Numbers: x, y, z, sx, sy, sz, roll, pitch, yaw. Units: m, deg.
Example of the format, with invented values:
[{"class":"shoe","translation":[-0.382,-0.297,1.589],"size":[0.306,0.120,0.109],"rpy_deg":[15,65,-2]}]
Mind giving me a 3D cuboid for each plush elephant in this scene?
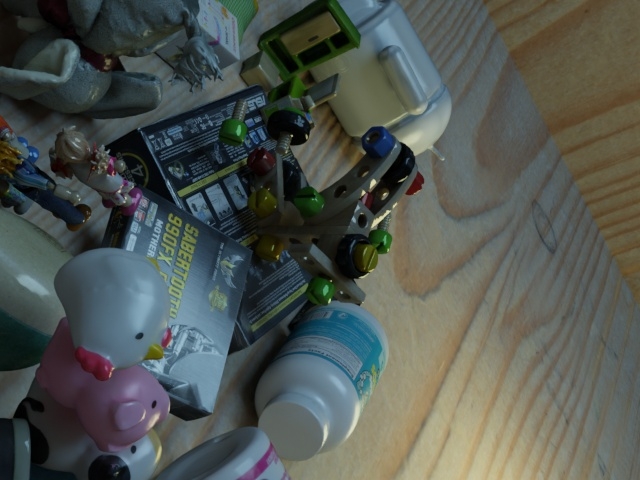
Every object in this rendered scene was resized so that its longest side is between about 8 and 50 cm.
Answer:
[{"class":"plush elephant","translation":[-0.282,-0.269,1.694],"size":[0.330,0.255,0.272],"rpy_deg":[67,15,19]}]

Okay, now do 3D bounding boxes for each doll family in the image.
[{"class":"doll family","translation":[-0.327,-0.074,1.487],"size":[0.118,0.263,0.163],"rpy_deg":[-61,148,-13]}]

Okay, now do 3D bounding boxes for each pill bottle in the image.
[{"class":"pill bottle","translation":[-0.003,0.199,1.924],"size":[0.146,0.146,0.264],"rpy_deg":[60,26,-13]},{"class":"pill bottle","translation":[-0.071,0.376,1.620],"size":[0.283,0.160,0.160],"rpy_deg":[62,25,-10]}]

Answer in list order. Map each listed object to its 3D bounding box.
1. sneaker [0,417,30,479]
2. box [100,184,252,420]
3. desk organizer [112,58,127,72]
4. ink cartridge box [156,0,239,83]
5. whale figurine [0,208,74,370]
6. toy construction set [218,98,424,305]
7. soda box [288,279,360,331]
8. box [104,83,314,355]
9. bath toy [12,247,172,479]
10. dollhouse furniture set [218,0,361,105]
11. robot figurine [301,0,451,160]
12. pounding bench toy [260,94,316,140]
[{"class":"sneaker","translation":[-0.337,0.277,1.301],"size":[0.118,0.083,0.222],"rpy_deg":[2,87,-18]},{"class":"box","translation":[-0.188,0.076,1.661],"size":[0.183,0.056,0.231],"rpy_deg":[32,56,-29]},{"class":"desk organizer","translation":[-0.292,-0.259,1.862],"size":[0.130,0.050,0.047],"rpy_deg":[62,25,-10]},{"class":"ink cartridge box","translation":[-0.188,-0.310,2.064],"size":[0.143,0.090,0.092],"rpy_deg":[38,37,-45]},{"class":"whale figurine","translation":[-0.330,0.052,1.456],"size":[0.216,0.141,0.272],"rpy_deg":[40,5,-3]},{"class":"toy construction set","translation":[0.000,0.000,1.869],"size":[0.309,0.257,0.237],"rpy_deg":[70,31,-59]},{"class":"soda box","translation":[0.012,0.109,2.129],"size":[0.053,0.060,0.169],"rpy_deg":[62,25,-11]},{"class":"box","translation":[-0.124,-0.037,1.949],"size":[0.318,0.097,0.395],"rpy_deg":[62,25,-4]},{"class":"bath toy","translation":[-0.213,0.158,1.327],"size":[0.151,0.348,0.129],"rpy_deg":[13,45,-10]},{"class":"dollhouse furniture set","translation":[-0.084,-0.365,2.241],"size":[0.301,0.151,0.198],"rpy_deg":[52,29,-28]},{"class":"robot figurine","translation":[0.104,-0.289,2.490],"size":[0.353,0.199,0.300],"rpy_deg":[58,-8,-16]},{"class":"pounding bench toy","translation":[-0.033,-0.187,2.056],"size":[0.065,0.083,0.052],"rpy_deg":[-10,77,-66]}]
